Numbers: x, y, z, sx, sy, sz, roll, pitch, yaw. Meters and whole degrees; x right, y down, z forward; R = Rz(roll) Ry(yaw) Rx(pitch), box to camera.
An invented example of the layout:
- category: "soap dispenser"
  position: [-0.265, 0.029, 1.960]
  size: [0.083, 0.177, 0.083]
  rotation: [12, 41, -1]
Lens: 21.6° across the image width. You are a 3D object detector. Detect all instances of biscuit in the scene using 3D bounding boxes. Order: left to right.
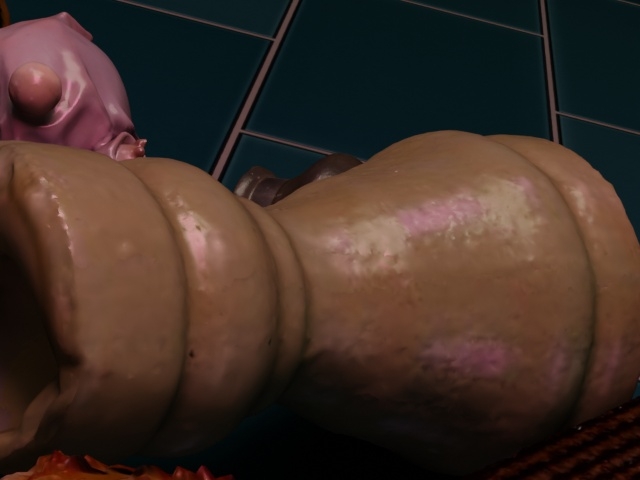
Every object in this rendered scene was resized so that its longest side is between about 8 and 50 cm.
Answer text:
- category: "biscuit"
  position: [0.151, 0.173, 1.010]
  size: [0.070, 0.106, 0.252]
  rotation: [29, 27, 34]

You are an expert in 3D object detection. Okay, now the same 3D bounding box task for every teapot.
- category: "teapot"
  position: [0.000, 0.000, 1.328]
  size: [0.119, 0.130, 0.165]
  rotation: [7, -14, 24]

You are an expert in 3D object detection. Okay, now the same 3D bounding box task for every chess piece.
- category: "chess piece"
  position: [-0.020, 0.037, 1.021]
  size: [0.442, 0.234, 0.234]
  rotation: [1, 25, -42]

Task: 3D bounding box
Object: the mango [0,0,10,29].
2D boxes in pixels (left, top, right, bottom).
- category: "mango"
  position: [-0.396, -0.148, 1.323]
  size: [0.317, 0.173, 0.211]
  rotation: [-12, -11, -23]

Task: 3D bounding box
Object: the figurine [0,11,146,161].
- category: "figurine"
  position: [-0.189, -0.052, 1.241]
  size: [0.133, 0.200, 0.276]
  rotation: [-14, 62, -21]

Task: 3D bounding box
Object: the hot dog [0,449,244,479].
- category: "hot dog"
  position: [-0.040, 0.202, 0.590]
  size: [0.365, 0.196, 0.367]
  rotation: [6, 17, 29]
